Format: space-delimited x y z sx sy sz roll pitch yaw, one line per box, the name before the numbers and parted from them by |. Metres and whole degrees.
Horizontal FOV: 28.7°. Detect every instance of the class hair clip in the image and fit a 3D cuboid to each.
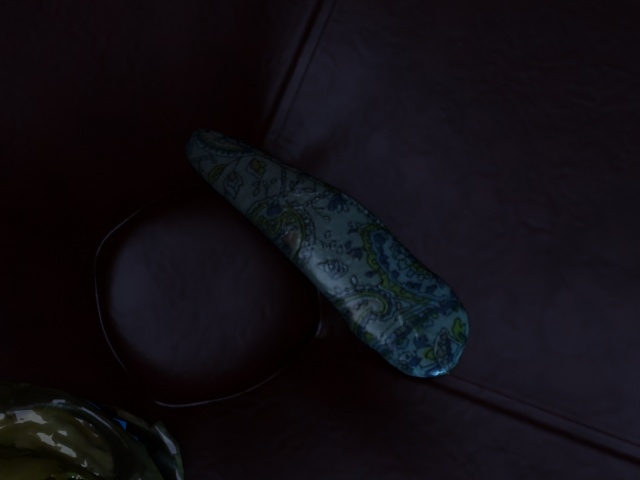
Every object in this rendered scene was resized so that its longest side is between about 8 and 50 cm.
hair clip | 0.000 -0.001 0.784 0.229 0.036 0.066 40 76 13

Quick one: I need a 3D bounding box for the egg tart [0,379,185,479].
egg tart | -0.186 0.211 0.703 0.291 0.107 0.290 -1 72 2
